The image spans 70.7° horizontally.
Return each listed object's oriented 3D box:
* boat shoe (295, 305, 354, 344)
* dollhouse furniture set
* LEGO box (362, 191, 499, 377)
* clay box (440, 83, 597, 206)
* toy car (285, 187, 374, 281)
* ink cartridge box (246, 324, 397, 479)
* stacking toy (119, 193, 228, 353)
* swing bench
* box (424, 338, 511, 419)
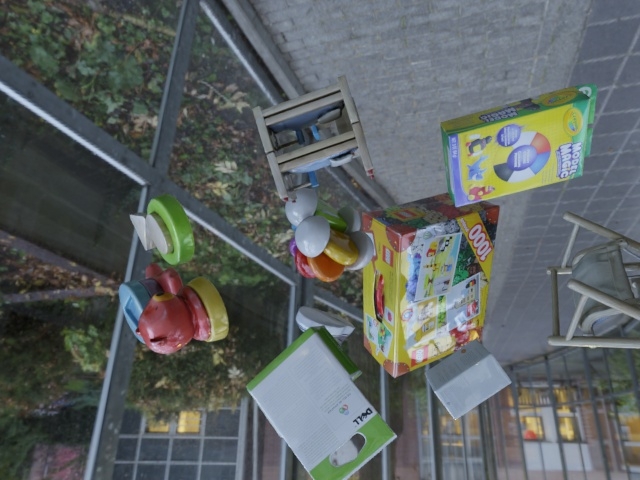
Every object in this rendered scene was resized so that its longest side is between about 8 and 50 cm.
[{"bbox_3d":[0.003,0.246,1.199,0.108,0.102,0.301,30,179,22],"label":"boat shoe"},{"bbox_3d":[0.004,-0.132,0.664,0.129,0.129,0.183,-17,179,9],"label":"dollhouse furniture set"},{"bbox_3d":[0.338,0.127,1.436,0.372,0.501,0.193,-15,-152,-23],"label":"LEGO box"},{"bbox_3d":[0.297,-0.138,0.664,0.222,0.053,0.127,-14,128,8],"label":"clay box"},{"bbox_3d":[0.000,0.000,0.858,0.159,0.182,0.136,19,123,-35],"label":"toy car"},{"bbox_3d":[0.006,0.328,0.899,0.189,0.255,0.097,-43,162,7],"label":"ink cartridge box"},{"bbox_3d":[-0.325,0.072,0.843,0.130,0.280,0.309,-22,-171,-38],"label":"stacking toy"},{"bbox_3d":[0.589,0.091,0.866,0.254,0.253,0.165,11,127,19],"label":"swing bench"},{"bbox_3d":[0.373,0.352,1.159,0.170,0.091,0.130,-35,-178,5],"label":"box"}]
